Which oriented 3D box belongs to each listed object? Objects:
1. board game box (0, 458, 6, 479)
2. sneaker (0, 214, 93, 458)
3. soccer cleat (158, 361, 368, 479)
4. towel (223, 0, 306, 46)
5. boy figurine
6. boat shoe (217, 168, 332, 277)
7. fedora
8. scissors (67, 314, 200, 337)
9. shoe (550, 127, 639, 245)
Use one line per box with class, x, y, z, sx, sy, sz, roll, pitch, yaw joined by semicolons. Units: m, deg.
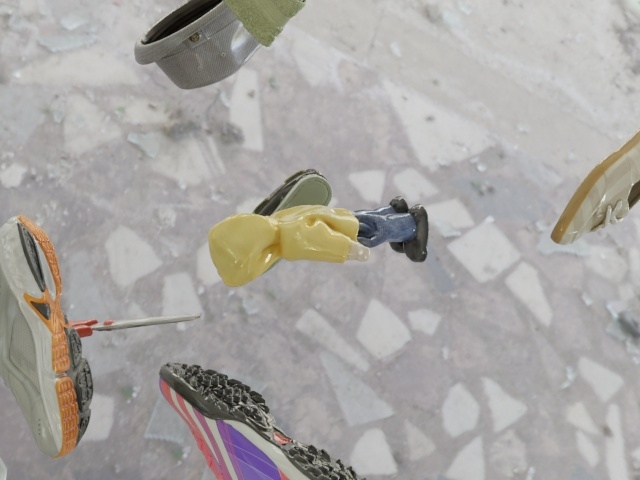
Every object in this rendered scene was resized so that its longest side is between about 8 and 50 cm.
board game box;-0.416;0.046;0.492;0.390;0.050;0.390;56;21;9
sneaker;-0.334;0.112;0.959;0.121;0.099;0.262;-16;84;5
soccer cleat;-0.079;0.246;0.967;0.318;0.116;0.108;31;10;29
towel;-0.095;-0.364;1.272;0.148;0.110;0.027;51;35;5
boy figurine;0.000;0.000;1.132;0.285;0.177;0.092;-9;108;-24
boat shoe;-0.075;-0.023;1.399;0.081;0.228;0.068;45;9;-24
fedora;-0.186;-0.359;1.538;0.124;0.275;0.244;55;1;-27
scissors;-0.321;0.119;1.273;0.297;0.109;0.021;-12;105;-5
shoe;0.348;-0.067;1.007;0.219;0.076;0.058;-43;66;-14
